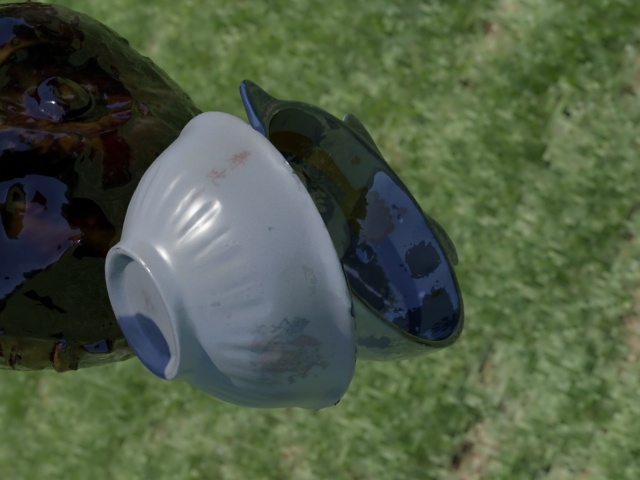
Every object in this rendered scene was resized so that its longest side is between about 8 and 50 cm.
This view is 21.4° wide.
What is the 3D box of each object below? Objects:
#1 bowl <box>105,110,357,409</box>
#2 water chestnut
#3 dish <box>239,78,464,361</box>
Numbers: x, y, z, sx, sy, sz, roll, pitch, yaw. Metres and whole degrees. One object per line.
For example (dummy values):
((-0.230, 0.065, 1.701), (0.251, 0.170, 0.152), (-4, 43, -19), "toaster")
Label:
((-0.068, 0.026, 0.970), (0.189, 0.086, 0.189), (40, 142, 41), "bowl")
((-0.209, -0.018, 1.254), (0.300, 0.300, 0.300), (-51, 24, 34), "water chestnut")
((0.000, 0.000, 1.180), (0.086, 0.236, 0.228), (-36, 43, 23), "dish")
